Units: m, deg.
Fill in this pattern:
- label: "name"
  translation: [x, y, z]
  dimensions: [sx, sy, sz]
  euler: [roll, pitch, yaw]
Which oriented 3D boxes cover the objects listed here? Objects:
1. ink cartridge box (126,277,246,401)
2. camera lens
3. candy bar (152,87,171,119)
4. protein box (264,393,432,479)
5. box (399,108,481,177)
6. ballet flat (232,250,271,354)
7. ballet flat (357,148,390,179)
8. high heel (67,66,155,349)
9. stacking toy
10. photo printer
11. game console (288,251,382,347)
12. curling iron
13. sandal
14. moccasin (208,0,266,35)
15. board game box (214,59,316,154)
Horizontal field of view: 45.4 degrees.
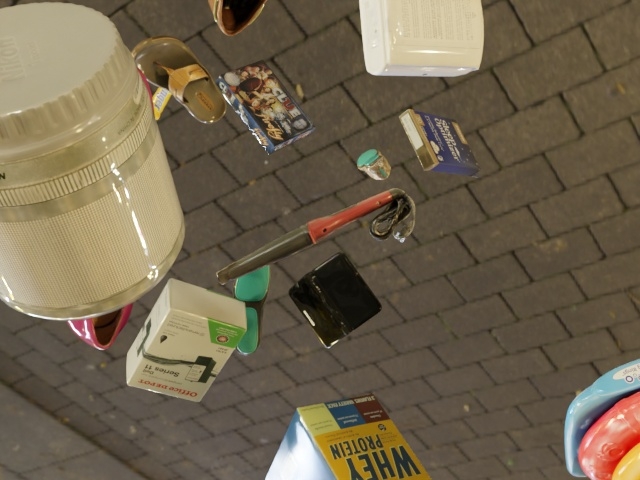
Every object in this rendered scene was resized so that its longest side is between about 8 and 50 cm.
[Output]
- label: "ink cartridge box"
  translation: [-0.249, 0.189, 1.411]
  dimensions: [0.153, 0.087, 0.208]
  euler: [19, 122, -24]
- label: "camera lens"
  translation: [-0.267, -0.070, 0.782]
  dimensions: [0.220, 0.219, 0.274]
  euler: [1, 135, 7]
- label: "candy bar"
  translation: [-0.348, -0.349, 1.741]
  dimensions: [0.040, 0.161, 0.018]
  euler: [29, 165, -8]
- label: "protein box"
  translation: [0.037, 0.362, 1.065]
  dimensions: [0.136, 0.201, 0.199]
  euler: [-3, 130, -34]
- label: "box"
  translation: [0.271, -0.207, 1.660]
  dimensions: [0.036, 0.136, 0.225]
  euler: [-36, 157, 34]
- label: "ballet flat"
  translation: [-0.138, 0.119, 1.485]
  dimensions: [0.074, 0.074, 0.203]
  euler: [7, 93, 2]
- label: "ballet flat"
  translation: [0.139, -0.188, 1.969]
  dimensions: [0.073, 0.206, 0.067]
  euler: [-37, 102, 8]
- label: "high heel"
  translation: [-0.276, -0.044, 1.050]
  dimensions: [0.127, 0.181, 0.377]
  euler: [1, 110, -29]
- label: "stacking toy"
  translation: [0.372, 0.270, 0.732]
  dimensions: [0.175, 0.301, 0.165]
  euler: [-16, 132, -1]
- label: "photo printer"
  translation: [0.239, -0.500, 1.732]
  dimensions: [0.308, 0.256, 0.107]
  euler: [-7, -177, -31]
- label: "game console"
  translation: [0.023, 0.101, 1.293]
  dimensions: [0.122, 0.071, 0.107]
  euler: [55, 138, 8]
- label: "curling iron"
  translation: [0.000, 0.000, 0.966]
  dimensions: [0.274, 0.068, 0.035]
  euler: [-18, 167, -12]
- label: "sandal"
  translation: [-0.227, -0.262, 1.293]
  dimensions: [0.090, 0.060, 0.219]
  euler: [-41, 140, 1]
- label: "moccasin"
  translation: [-0.104, -0.495, 1.301]
  dimensions: [0.139, 0.147, 0.380]
  euler: [5, 154, -31]
- label: "board game box"
  translation: [-0.146, -0.360, 2.047]
  dimensions: [0.243, 0.165, 0.042]
  euler: [52, 139, 6]
